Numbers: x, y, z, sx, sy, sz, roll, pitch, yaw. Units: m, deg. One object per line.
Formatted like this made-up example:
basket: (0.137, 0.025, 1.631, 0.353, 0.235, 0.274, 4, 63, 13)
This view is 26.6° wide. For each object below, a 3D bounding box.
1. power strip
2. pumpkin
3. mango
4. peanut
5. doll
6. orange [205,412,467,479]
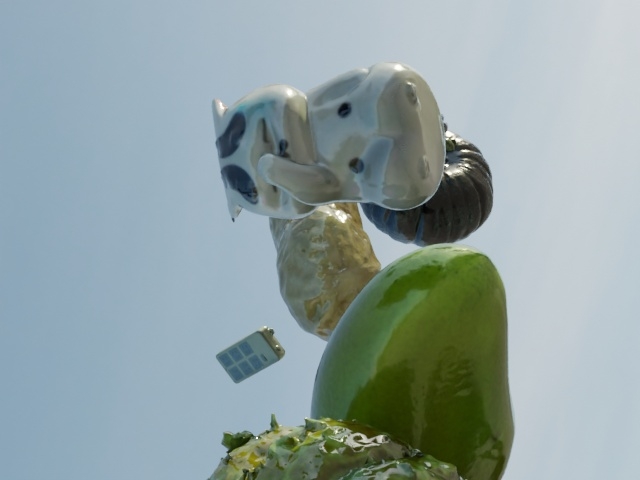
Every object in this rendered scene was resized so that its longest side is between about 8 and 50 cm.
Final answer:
power strip: (-0.075, 0.122, 1.442, 0.090, 0.040, 0.016, -32, 6, 42)
pumpkin: (0.139, -0.073, 1.829, 0.194, 0.194, 0.150, -21, -66, -53)
mango: (0.075, 0.131, 1.131, 0.185, 0.149, 0.273, -30, -47, -23)
peanut: (0.000, 0.000, 1.603, 0.298, 0.120, 0.136, -106, 13, -56)
doll: (0.005, -0.071, 1.019, 0.107, 0.180, 0.110, -25, -72, -81)
orange: (0.014, 0.272, 0.957, 0.223, 0.300, 0.301, -19, -73, -43)
